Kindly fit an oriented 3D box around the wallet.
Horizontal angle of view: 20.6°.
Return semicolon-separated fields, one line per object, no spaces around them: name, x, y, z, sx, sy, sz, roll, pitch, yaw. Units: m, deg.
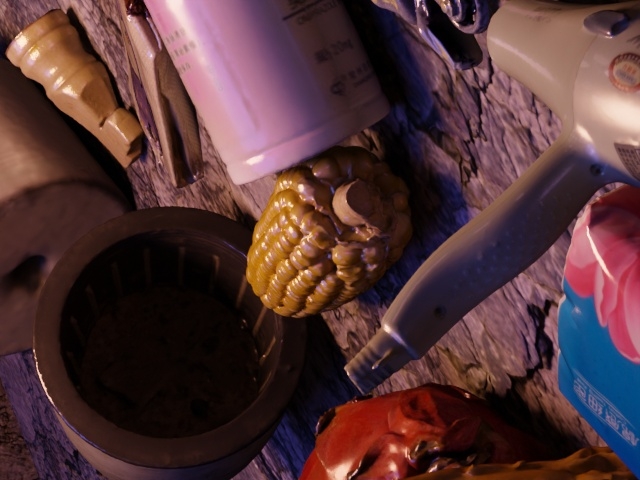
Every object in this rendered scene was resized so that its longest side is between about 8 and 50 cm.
wallet;-0.180;-0.210;1.749;0.335;0.068;0.275;-112;3;-52

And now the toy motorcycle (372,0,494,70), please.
toy motorcycle;0.063;-0.207;1.286;0.193;0.061;0.124;57;158;19

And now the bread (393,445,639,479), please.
bread;0.183;0.290;1.358;0.370;0.314;0.191;85;-177;-57

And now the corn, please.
corn;0.000;0.000;1.608;0.130;0.130;0.347;60;163;4

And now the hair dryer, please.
hair dryer;0.129;-0.064;1.085;0.119;0.298;0.296;50;-163;-24

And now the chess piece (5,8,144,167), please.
chess piece;-0.287;-0.181;2.148;0.200;0.090;0.090;49;159;2

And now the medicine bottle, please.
medicine bottle;-0.060;-0.191;1.471;0.254;0.152;0.152;65;159;-8

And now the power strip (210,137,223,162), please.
power strip;-0.100;-0.180;1.673;0.198;0.064;0.213;-100;-8;-84

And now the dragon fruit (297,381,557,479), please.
dragon fruit;0.089;0.252;1.592;0.250;0.250;0.315;44;140;39

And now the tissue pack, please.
tissue pack;0.269;0.108;1.091;0.270;0.137;0.209;47;157;33

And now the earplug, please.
earplug;-0.469;-0.082;2.381;0.394;0.312;0.313;52;158;34

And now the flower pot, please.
flower pot;-0.175;0.155;2.004;0.293;0.293;0.330;56;163;15
